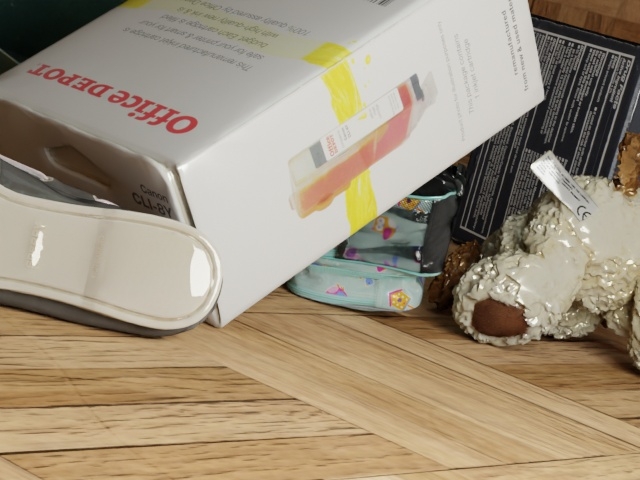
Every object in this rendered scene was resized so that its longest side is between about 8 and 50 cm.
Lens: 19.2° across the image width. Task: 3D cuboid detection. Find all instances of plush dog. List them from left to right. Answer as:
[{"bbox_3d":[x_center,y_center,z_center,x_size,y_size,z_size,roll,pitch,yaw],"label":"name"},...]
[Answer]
[{"bbox_3d":[0.230,0.020,1.773,0.262,0.210,0.225,12,-15,-17],"label":"plush dog"}]

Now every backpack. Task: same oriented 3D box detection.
[{"bbox_3d":[0.025,-0.019,1.707,0.188,0.144,0.166,16,16,3],"label":"backpack"}]

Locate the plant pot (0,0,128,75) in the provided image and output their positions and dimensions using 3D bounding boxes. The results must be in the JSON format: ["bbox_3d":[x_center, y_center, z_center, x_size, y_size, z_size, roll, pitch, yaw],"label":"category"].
[{"bbox_3d":[-0.321,-0.222,2.152,0.290,0.195,0.290,20,47,-22],"label":"plant pot"}]

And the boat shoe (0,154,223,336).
[{"bbox_3d":[-0.234,-0.006,1.349,0.335,0.112,0.095,19,-10,-10],"label":"boat shoe"}]

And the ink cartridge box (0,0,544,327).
[{"bbox_3d":[-0.047,-0.122,1.588,0.385,0.160,0.279,-35,37,-29],"label":"ink cartridge box"}]

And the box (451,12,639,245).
[{"bbox_3d":[0.329,-0.090,2.226,0.183,0.296,0.294,11,10,-27],"label":"box"}]
